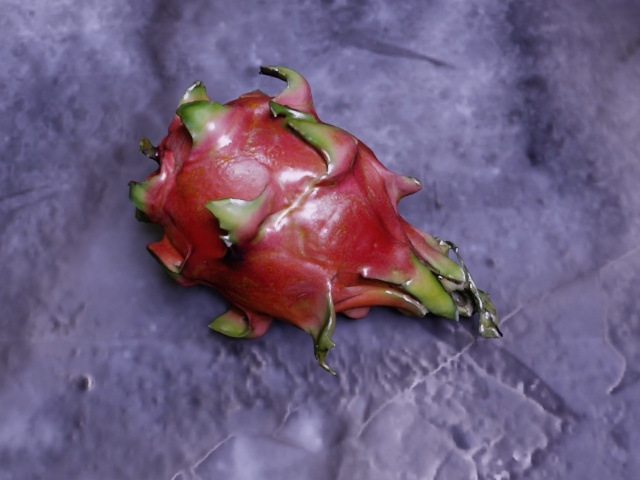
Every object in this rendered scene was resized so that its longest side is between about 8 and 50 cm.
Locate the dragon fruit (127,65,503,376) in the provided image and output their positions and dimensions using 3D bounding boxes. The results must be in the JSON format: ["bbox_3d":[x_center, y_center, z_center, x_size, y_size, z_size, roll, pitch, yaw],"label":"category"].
[{"bbox_3d":[-0.002,0.002,0.581,0.236,0.135,0.137,40,69,-3],"label":"dragon fruit"}]
